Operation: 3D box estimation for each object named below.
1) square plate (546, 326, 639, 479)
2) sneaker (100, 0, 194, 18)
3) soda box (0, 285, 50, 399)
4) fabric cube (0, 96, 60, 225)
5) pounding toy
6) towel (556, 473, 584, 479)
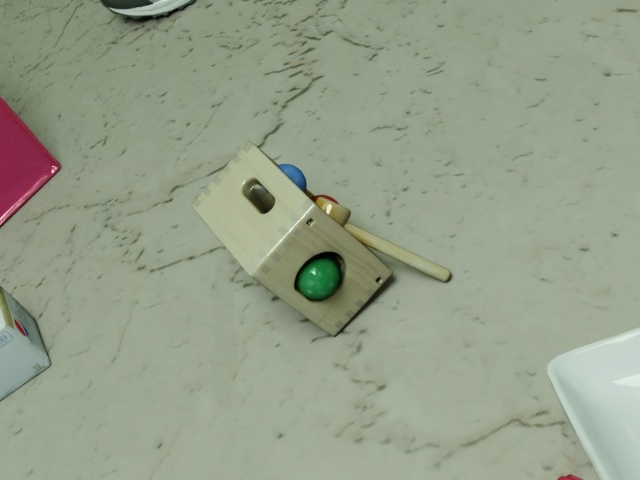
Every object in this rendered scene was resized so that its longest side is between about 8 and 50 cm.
[{"bbox_3d":[0.322,0.120,0.518,0.344,0.049,0.347,-19,30,5],"label":"square plate"},{"bbox_3d":[-0.143,-0.348,1.239,0.272,0.108,0.100,-24,46,12],"label":"sneaker"},{"bbox_3d":[-0.355,0.133,0.964,0.216,0.069,0.074,-34,43,-1],"label":"soda box"},{"bbox_3d":[-0.488,-0.106,1.125,0.259,0.254,0.258,-47,46,-14],"label":"fabric cube"},{"bbox_3d":[0.000,0.000,0.838,0.100,0.130,0.141,-48,43,3],"label":"pounding toy"},{"bbox_3d":[0.115,0.268,0.575,0.275,0.031,0.199,-42,42,-14],"label":"towel"}]
